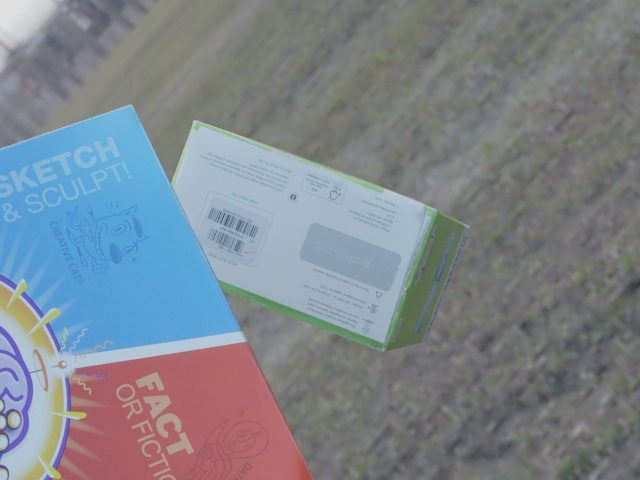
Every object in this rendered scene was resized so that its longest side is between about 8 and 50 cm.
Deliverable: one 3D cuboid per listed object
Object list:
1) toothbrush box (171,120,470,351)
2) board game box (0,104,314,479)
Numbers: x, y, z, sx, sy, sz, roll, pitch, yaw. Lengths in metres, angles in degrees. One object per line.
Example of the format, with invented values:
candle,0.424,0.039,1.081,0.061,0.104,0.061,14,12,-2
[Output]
toothbrush box,0.000,0.000,1.386,0.283,0.206,0.122,3,-72,-80
board game box,-0.195,0.090,0.842,0.316,0.242,0.064,-21,-18,-19
